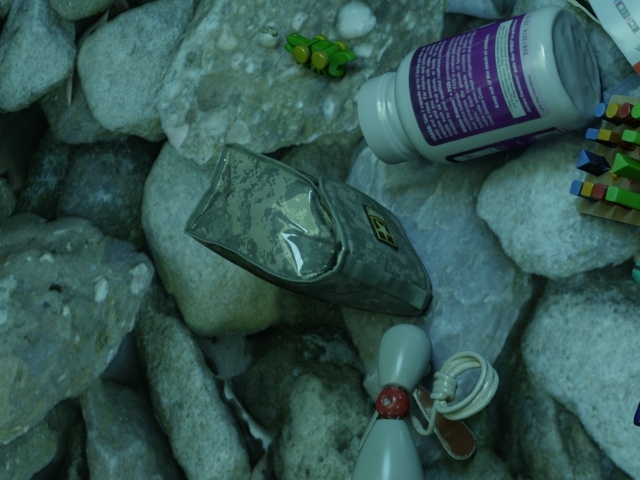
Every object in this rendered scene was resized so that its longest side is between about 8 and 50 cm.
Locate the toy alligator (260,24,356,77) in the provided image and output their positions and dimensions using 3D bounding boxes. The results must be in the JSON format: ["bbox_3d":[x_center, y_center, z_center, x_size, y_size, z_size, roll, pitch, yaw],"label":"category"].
[{"bbox_3d":[-0.017,-0.282,2.286,0.190,0.056,0.051,22,130,38],"label":"toy alligator"}]

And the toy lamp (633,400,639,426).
[{"bbox_3d":[0.402,0.295,1.800,0.080,0.080,0.274,3,78,36],"label":"toy lamp"}]

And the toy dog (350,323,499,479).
[{"bbox_3d":[0.116,0.294,1.987,0.220,0.161,0.333,18,72,40],"label":"toy dog"}]

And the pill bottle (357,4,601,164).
[{"bbox_3d":[0.207,-0.197,2.024,0.302,0.169,0.169,-14,69,31],"label":"pill bottle"}]

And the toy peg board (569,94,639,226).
[{"bbox_3d":[0.376,-0.108,1.896,0.161,0.079,0.161,19,92,59],"label":"toy peg board"}]

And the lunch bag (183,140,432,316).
[{"bbox_3d":[0.000,0.000,2.071,0.287,0.235,0.169,25,89,38],"label":"lunch bag"}]

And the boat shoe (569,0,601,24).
[{"bbox_3d":[0.377,-0.310,2.012,0.042,0.049,0.133,-57,48,18],"label":"boat shoe"}]

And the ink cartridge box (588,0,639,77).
[{"bbox_3d":[0.440,-0.286,1.831,0.189,0.066,0.232,-38,43,21],"label":"ink cartridge box"}]

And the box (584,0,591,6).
[{"bbox_3d":[0.422,-0.402,1.987,0.225,0.036,0.136,-43,55,1],"label":"box"}]

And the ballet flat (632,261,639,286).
[{"bbox_3d":[0.480,0.078,1.809,0.247,0.083,0.087,6,94,38],"label":"ballet flat"}]
